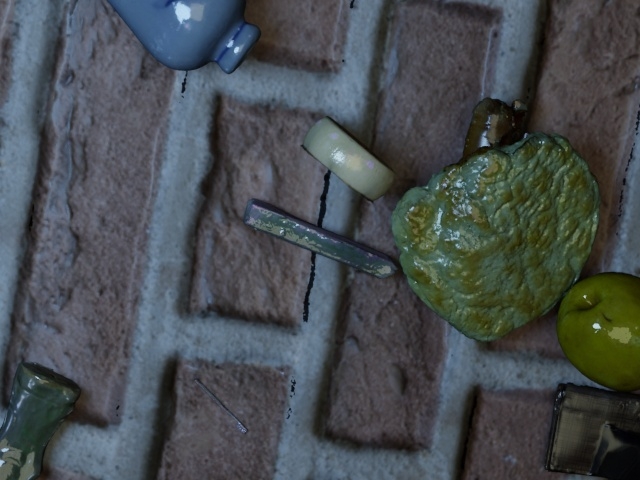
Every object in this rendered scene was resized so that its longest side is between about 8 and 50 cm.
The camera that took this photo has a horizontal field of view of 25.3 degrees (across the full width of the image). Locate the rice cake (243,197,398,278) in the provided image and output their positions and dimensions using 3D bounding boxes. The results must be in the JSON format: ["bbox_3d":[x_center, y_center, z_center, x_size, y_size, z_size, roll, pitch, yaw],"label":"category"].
[{"bbox_3d":[0.000,0.000,1.791,0.207,0.047,0.036,23,109,-9],"label":"rice cake"}]

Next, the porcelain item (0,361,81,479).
[{"bbox_3d":[-0.374,0.261,1.758,0.081,0.069,0.215,25,93,-23],"label":"porcelain item"}]

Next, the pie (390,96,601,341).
[{"bbox_3d":[0.230,-0.016,1.795,0.257,0.105,0.274,38,91,-21],"label":"pie"}]

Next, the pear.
[{"bbox_3d":[0.378,0.115,1.810,0.162,0.149,0.149,37,91,-31],"label":"pear"}]

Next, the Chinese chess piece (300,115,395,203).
[{"bbox_3d":[0.035,-0.100,1.741,0.122,0.122,0.051,37,96,-12],"label":"Chinese chess piece"}]

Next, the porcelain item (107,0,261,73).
[{"bbox_3d":[-0.190,-0.296,1.678,0.259,0.141,0.141,35,92,-3],"label":"porcelain item"}]

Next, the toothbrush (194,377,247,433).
[{"bbox_3d":[-0.128,0.211,1.819,0.008,0.006,0.097,-42,102,3],"label":"toothbrush"}]

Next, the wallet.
[{"bbox_3d":[0.415,0.261,1.891,0.230,0.042,0.124,8,94,-12],"label":"wallet"}]
